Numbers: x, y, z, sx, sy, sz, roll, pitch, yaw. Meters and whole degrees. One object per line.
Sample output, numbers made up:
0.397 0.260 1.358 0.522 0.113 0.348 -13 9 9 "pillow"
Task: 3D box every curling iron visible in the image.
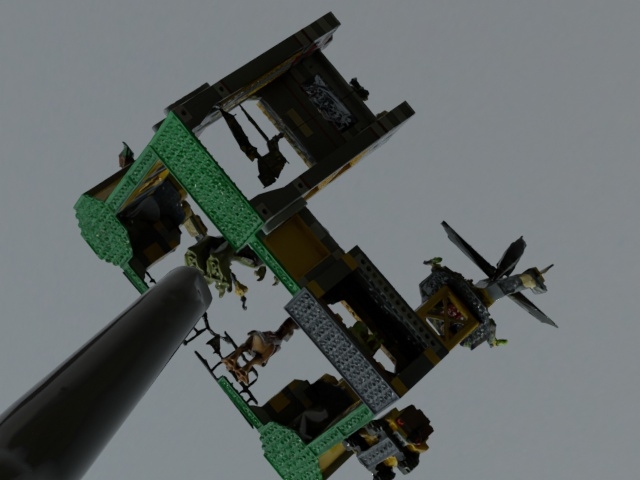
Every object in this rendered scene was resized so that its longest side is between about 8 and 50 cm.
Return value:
-0.092 0.083 0.351 0.035 0.068 0.274 14 -144 11 "curling iron"

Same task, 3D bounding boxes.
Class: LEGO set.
0.000 0.000 1.008 0.331 0.255 0.192 45 -126 10 "LEGO set"
